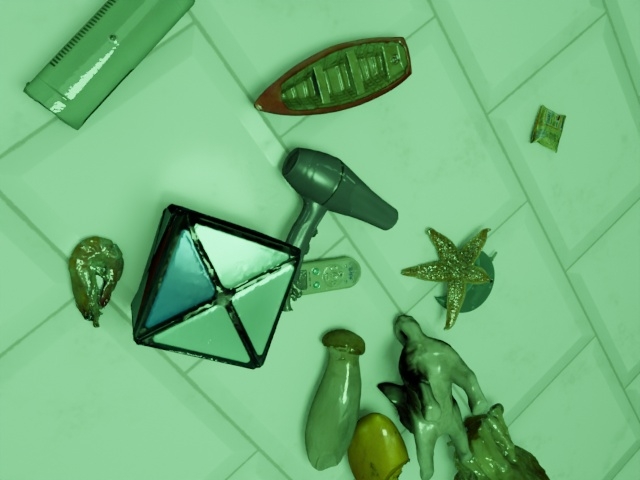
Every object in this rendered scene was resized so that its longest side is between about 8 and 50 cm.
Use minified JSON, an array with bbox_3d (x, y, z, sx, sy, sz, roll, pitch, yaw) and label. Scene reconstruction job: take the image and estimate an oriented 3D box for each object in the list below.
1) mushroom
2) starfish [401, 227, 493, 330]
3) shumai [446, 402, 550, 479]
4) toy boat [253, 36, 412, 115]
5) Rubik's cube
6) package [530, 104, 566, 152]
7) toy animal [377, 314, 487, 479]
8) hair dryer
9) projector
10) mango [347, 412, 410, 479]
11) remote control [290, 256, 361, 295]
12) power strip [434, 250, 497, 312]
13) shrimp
[{"bbox_3d":[0.038,0.392,1.137,0.128,0.128,0.350,6,94,-22],"label":"mushroom"},{"bbox_3d":[0.334,0.081,1.215,0.231,0.048,0.295,21,89,-2],"label":"starfish"},{"bbox_3d":[0.498,0.603,1.265,0.267,0.314,0.263,-11,99,-6],"label":"shumai"},{"bbox_3d":[0.026,-0.351,1.016,0.392,0.079,0.136,-24,110,-17],"label":"toy boat"},{"bbox_3d":[-0.215,0.081,0.911,0.246,0.248,0.250,19,92,-22],"label":"Rubik's cube"},{"bbox_3d":[0.638,-0.311,1.289,0.120,0.031,0.108,11,96,-28],"label":"package"},{"bbox_3d":[0.264,0.380,1.179,0.194,0.303,0.344,-12,128,-14],"label":"toy animal"},{"bbox_3d":[0.000,0.000,1.046,0.301,0.121,0.361,28,86,-29],"label":"hair dryer"},{"bbox_3d":[-0.378,-0.359,0.841,0.108,0.108,0.337,42,84,-23],"label":"projector"},{"bbox_3d":[0.143,0.540,1.179,0.126,0.154,0.252,-23,125,-34],"label":"mango"},{"bbox_3d":[-0.007,0.085,1.105,0.221,0.042,0.078,-7,103,-19],"label":"remote control"},{"bbox_3d":[0.416,0.108,1.272,0.137,0.044,0.216,37,86,-22],"label":"power strip"},{"bbox_3d":[-0.452,0.086,0.932,0.101,0.042,0.190,0,99,-29],"label":"shrimp"}]
